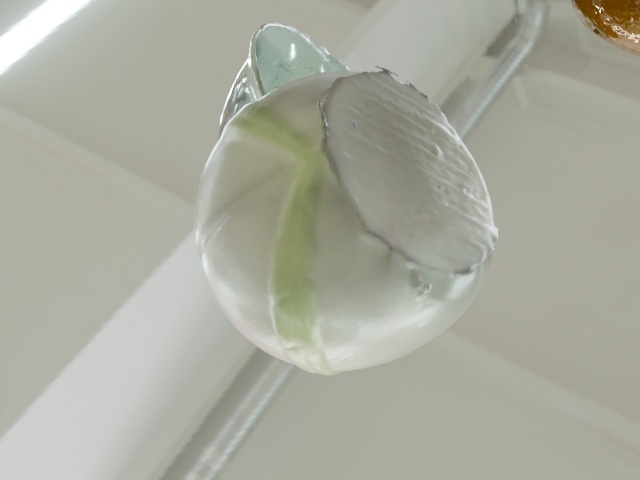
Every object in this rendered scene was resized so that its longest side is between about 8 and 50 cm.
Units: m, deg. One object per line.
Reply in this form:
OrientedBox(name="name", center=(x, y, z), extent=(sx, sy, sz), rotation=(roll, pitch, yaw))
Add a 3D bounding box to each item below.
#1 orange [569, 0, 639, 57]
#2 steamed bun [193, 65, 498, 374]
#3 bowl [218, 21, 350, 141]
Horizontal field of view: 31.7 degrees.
OrientedBox(name="orange", center=(0.335, -0.266, 1.088), extent=(0.206, 0.206, 0.206), rotation=(-9, -129, 11))
OrientedBox(name="steamed bun", center=(0.000, 0.000, 1.116), extent=(0.309, 0.309, 0.309), rotation=(-9, -129, 11))
OrientedBox(name="bowl", center=(-0.015, -0.068, 1.550), extent=(0.196, 0.435, 0.435), rotation=(-34, -133, 22))
